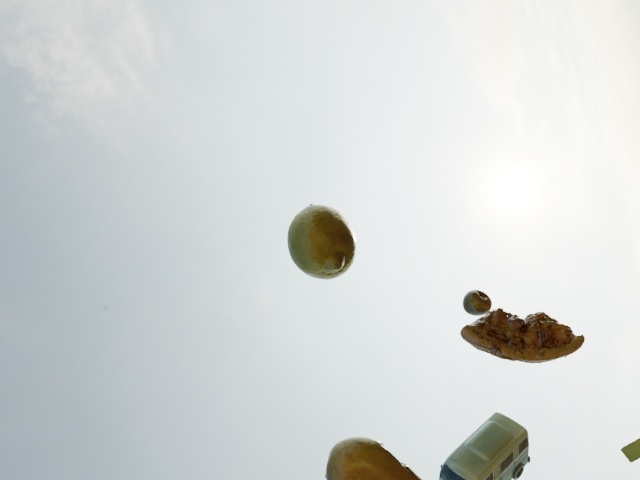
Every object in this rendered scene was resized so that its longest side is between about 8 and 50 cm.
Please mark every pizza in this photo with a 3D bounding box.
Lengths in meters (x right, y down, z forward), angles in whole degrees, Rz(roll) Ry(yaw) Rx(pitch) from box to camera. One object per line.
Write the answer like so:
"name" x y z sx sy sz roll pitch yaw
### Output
"pizza" 0.506 0.232 1.617 0.085 0.306 0.161 87 -174 -45

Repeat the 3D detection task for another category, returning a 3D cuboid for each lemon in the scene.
"lemon" 0.000 0.000 1.692 0.184 0.184 0.248 25 -152 -35

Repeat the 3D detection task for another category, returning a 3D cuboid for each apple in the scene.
"apple" 0.485 0.194 1.989 0.090 0.090 0.074 -8 -63 -45

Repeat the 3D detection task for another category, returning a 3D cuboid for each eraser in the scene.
"eraser" 0.868 0.528 1.693 0.122 0.097 0.045 -18 -120 -24

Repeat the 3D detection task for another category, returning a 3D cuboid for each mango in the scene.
"mango" 0.134 0.554 1.469 0.262 0.167 0.130 33 -163 9

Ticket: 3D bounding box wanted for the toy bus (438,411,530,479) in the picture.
"toy bus" 0.433 0.589 1.706 0.271 0.133 0.164 -30 -51 -33
